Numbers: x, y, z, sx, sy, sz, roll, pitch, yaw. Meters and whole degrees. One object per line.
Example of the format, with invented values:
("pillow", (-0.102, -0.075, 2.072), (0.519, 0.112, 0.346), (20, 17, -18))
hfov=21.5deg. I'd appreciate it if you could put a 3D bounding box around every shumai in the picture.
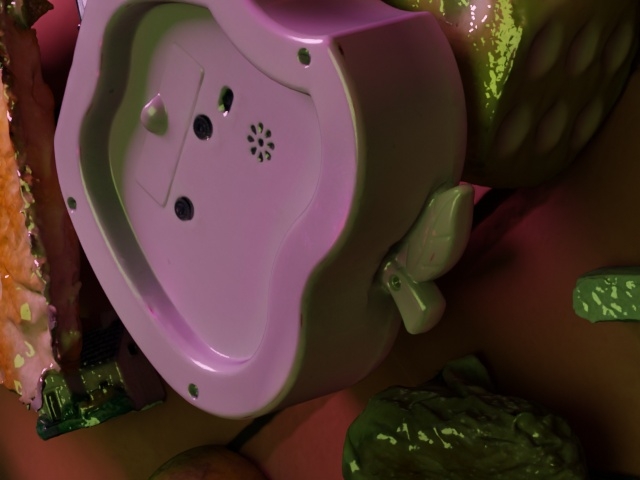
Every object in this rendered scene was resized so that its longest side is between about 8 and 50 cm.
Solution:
("shumai", (0.117, 0.157, 1.256), (0.184, 0.142, 0.184), (7, 128, 9))

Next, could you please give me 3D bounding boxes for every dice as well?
("dice", (0.108, -0.145, 1.173), (0.169, 0.169, 0.166), (34, 117, 31))

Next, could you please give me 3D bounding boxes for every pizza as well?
("pizza", (-0.309, -0.094, 1.515), (0.435, 0.080, 0.392), (24, 113, 50))

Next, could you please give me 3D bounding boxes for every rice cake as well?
("rice cake", (0.282, 0.037, 1.139), (0.245, 0.045, 0.042), (-1, 97, 39))

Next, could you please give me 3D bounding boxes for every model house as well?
("model house", (-0.209, 0.117, 1.524), (0.100, 0.087, 0.100), (-19, 86, 36))

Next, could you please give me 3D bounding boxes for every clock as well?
("clock", (-0.047, -0.045, 1.156), (0.338, 0.102, 0.339), (19, 117, 43))

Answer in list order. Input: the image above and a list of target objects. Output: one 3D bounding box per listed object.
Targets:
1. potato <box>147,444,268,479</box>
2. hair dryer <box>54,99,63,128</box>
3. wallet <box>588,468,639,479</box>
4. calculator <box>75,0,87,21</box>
("potato", (-0.079, 0.305, 1.407), (0.141, 0.176, 0.298), (-29, 55, 32))
("hair dryer", (-0.154, -0.168, 1.464), (0.114, 0.070, 0.248), (22, 102, 36))
("wallet", (0.212, 0.215, 1.234), (0.129, 0.026, 0.088), (5, 99, 39))
("calculator", (-0.130, -0.229, 1.415), (0.172, 0.018, 0.057), (-20, 79, 18))
